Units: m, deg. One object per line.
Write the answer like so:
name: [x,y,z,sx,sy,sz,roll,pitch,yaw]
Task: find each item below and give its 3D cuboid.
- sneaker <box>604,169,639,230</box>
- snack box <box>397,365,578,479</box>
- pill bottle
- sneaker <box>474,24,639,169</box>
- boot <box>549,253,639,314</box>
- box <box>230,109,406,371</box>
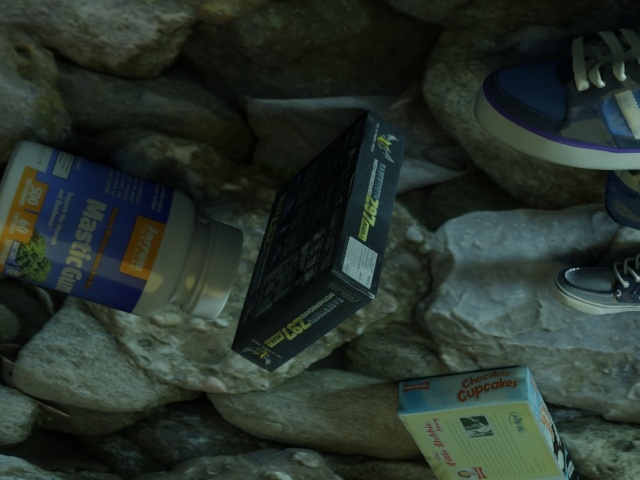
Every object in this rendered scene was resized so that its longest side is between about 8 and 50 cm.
sneaker: [0.452,-0.037,1.173,0.330,0.130,0.147,13,152,2]
snack box: [0.250,0.301,1.650,0.187,0.060,0.322,-10,138,20]
pill bottle: [-0.232,-0.001,1.280,0.272,0.152,0.152,18,140,-13]
sneaker: [0.313,-0.182,1.012,0.322,0.130,0.236,10,130,6]
boot: [0.365,0.037,1.312,0.190,0.069,0.086,4,135,-8]
box: [0.000,0.000,1.181,0.059,0.233,0.183,33,135,-20]
